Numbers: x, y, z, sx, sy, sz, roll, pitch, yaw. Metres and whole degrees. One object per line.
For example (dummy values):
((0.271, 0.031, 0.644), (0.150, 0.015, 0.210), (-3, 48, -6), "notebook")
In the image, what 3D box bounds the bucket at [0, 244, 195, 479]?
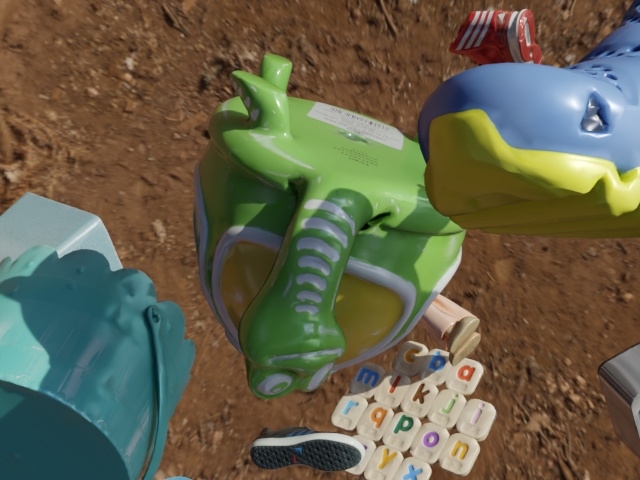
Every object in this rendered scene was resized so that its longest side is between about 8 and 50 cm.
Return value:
((-0.286, 0.165, 0.958), (0.281, 0.183, 0.281), (7, 130, 9), "bucket")

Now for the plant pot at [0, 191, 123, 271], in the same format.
((-0.547, 0.094, 1.702), (0.247, 0.252, 0.247), (17, 136, 37), "plant pot")

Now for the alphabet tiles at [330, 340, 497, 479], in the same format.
((0.163, 0.316, 1.585), (0.284, 0.021, 0.278), (14, 61, 35), "alphabet tiles")

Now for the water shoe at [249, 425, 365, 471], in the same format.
((-0.021, 0.345, 1.522), (0.203, 0.080, 0.073), (-2, 114, 13), "water shoe")

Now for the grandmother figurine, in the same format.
((0.140, 0.085, 1.618), (0.104, 0.208, 0.342), (-38, 61, -20), "grandmother figurine")

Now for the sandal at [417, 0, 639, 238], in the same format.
((0.169, -0.069, 0.433), (0.126, 0.317, 0.138), (3, 97, 49), "sandal")

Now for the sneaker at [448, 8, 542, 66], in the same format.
((0.282, -0.295, 1.430), (0.128, 0.221, 0.087), (16, 61, 25), "sneaker")

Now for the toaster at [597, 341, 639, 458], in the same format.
((0.545, 0.237, 1.402), (0.168, 0.110, 0.185), (-25, 118, -3), "toaster")

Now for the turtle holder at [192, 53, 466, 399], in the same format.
((0.014, 0.000, 0.730), (0.243, 0.320, 0.227), (9, 112, -28), "turtle holder")

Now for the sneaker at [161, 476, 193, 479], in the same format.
((-0.291, 0.451, 1.480), (0.092, 0.229, 0.087), (-33, 61, 44), "sneaker")
